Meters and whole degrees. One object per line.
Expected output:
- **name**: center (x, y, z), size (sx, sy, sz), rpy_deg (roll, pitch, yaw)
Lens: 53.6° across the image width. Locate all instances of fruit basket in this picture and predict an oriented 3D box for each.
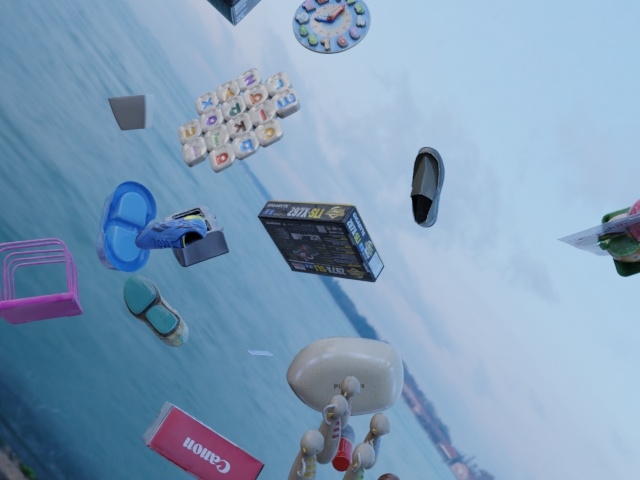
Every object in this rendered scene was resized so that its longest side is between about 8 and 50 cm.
- **fruit basket**: center (0.715, -0.017, 1.340), size (0.353, 0.326, 0.166), rpy_deg (5, 68, -55)

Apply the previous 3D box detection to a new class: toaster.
- **toaster**: center (-0.400, -0.013, 2.002), size (0.168, 0.185, 0.110), rpy_deg (-129, -154, -48)

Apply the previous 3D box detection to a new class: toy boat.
- **toy boat**: center (0.053, 0.366, 1.472), size (0.148, 0.267, 0.319), rpy_deg (-75, 168, -75)

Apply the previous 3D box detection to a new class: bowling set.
- **bowling set**: center (0.078, 0.379, 1.177), size (0.199, 0.154, 0.287), rpy_deg (20, 27, 12)

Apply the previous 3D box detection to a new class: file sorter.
- **file sorter**: center (-0.798, 0.116, 1.791), size (0.290, 0.202, 0.182), rpy_deg (137, -55, -68)

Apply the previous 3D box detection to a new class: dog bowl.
- **dog bowl**: center (-0.617, -0.040, 1.998), size (0.165, 0.074, 0.298), rpy_deg (26, 61, -46)

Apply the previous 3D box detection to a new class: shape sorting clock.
- **shape sorting clock**: center (0.028, -0.571, 1.643), size (0.206, 0.206, 0.040), rpy_deg (54, -8, 27)

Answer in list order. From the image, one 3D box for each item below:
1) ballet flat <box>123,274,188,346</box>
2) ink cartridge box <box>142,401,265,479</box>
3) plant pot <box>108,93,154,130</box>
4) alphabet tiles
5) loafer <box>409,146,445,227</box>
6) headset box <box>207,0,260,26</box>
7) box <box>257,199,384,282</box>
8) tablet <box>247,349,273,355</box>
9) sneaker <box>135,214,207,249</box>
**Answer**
- **ballet flat**: center (-0.541, 0.239, 2.084), size (0.348, 0.123, 0.123), rpy_deg (34, -15, 41)
- **ink cartridge box**: center (-0.324, 0.588, 1.757), size (0.309, 0.130, 0.272), rpy_deg (36, -20, -10)
- **plant pot**: center (-0.544, -0.373, 1.846), size (0.109, 0.108, 0.096), rpy_deg (-91, 176, -77)
- **alphabet tiles**: center (-0.183, -0.270, 1.401), size (0.021, 0.284, 0.278), rpy_deg (58, 7, -47)
- **loafer**: center (0.321, -0.156, 1.915), size (0.087, 0.094, 0.251), rpy_deg (-28, 118, -63)
- **headset box**: center (-0.257, -0.781, 1.713), size (0.283, 0.246, 0.131), rpy_deg (42, -6, -1)
- **box**: center (0.000, 0.000, 1.882), size (0.321, 0.079, 0.257), rpy_deg (5, -39, 37)
- **tablet**: center (-0.216, 0.401, 2.256), size (0.083, 0.006, 0.054), rpy_deg (8, 2, -25)
- **sneaker**: center (-0.420, -0.008, 1.772), size (0.082, 0.209, 0.069), rpy_deg (-103, 177, -47)
